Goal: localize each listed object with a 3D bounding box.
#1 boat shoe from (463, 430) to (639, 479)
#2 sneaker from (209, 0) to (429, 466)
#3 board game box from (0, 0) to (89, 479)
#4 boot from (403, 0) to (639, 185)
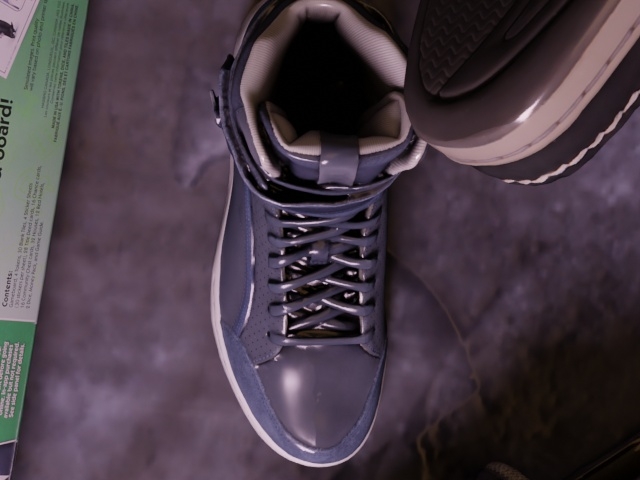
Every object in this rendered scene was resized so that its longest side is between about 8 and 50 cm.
[{"bbox_3d":[0.095,0.147,0.771,0.285,0.103,0.092,-19,90,-9],"label":"boat shoe"},{"bbox_3d":[-0.002,-0.001,0.717,0.086,0.163,0.226,-5,95,-8],"label":"sneaker"},{"bbox_3d":[-0.210,-0.004,0.689,0.213,0.046,0.317,8,92,-45],"label":"board game box"},{"bbox_3d":[0.222,-0.126,0.696,0.284,0.138,0.377,41,72,-31],"label":"boot"}]
